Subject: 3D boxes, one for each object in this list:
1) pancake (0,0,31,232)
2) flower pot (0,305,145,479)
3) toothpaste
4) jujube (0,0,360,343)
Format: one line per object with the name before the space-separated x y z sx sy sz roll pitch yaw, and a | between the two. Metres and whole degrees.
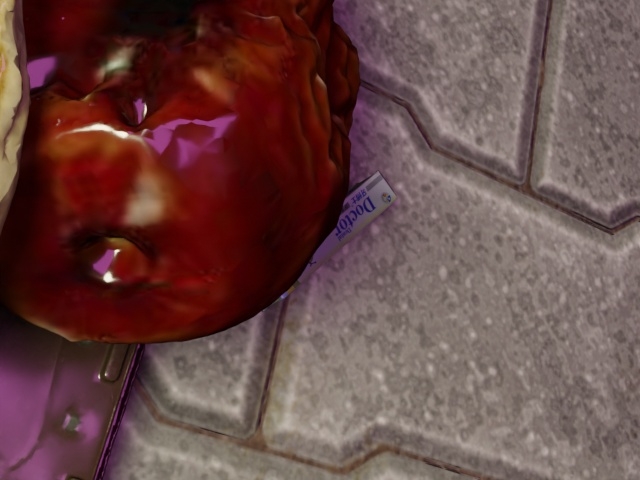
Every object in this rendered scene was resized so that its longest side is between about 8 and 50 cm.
pancake | -0.309 -0.058 0.572 0.082 0.387 0.386 21 62 -64
flower pot | -0.214 0.119 0.723 0.179 0.084 0.250 25 65 -25
toothpaste | 0.000 0.000 0.910 0.164 0.046 0.034 -41 97 -32
jujube | -0.105 -0.102 0.712 0.276 0.276 0.377 38 28 -18
